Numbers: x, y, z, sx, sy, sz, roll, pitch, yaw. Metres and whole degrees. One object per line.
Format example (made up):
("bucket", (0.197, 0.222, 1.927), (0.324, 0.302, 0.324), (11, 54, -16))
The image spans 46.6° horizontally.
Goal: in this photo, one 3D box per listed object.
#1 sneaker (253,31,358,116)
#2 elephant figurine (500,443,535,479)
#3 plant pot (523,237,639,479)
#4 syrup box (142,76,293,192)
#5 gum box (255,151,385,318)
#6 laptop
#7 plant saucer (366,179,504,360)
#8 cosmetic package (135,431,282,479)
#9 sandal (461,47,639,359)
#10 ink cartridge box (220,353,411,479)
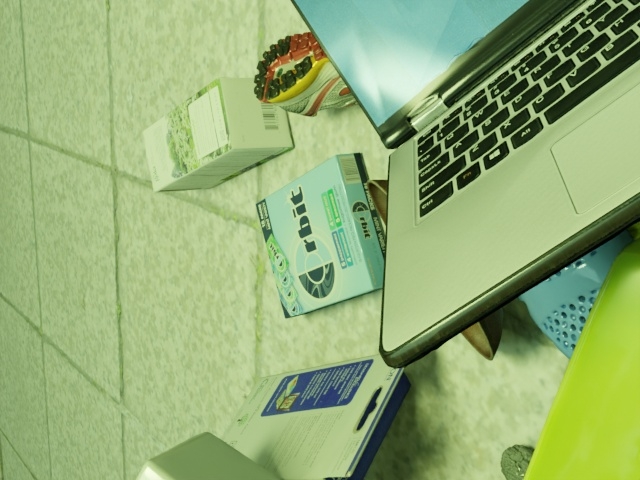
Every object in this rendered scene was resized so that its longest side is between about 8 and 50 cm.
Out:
("sneaker", (0.036, -0.196, 0.780), (0.225, 0.092, 0.088), (-17, 64, 38))
("elephant figurine", (0.231, 0.257, 0.572), (0.186, 0.169, 0.239), (-21, 63, 24))
("plant pot", (0.272, 0.125, 0.425), (0.207, 0.227, 0.228), (33, 123, 37))
("syrup box", (-0.147, -0.137, 1.008), (0.237, 0.096, 0.093), (-17, 82, 53))
("gum box", (0.000, 0.000, 0.893), (0.184, 0.041, 0.157), (-24, 79, 53))
("laptop", (0.117, -0.213, 0.425), (0.382, 0.408, 0.236), (-38, 110, 25))
("plant saucer", (0.112, 0.018, 0.685), (0.199, 0.036, 0.198), (55, 178, 3))
("cosmetic package", (0.000, 0.399, 0.667), (0.453, 0.161, 0.230), (31, 93, 12))
("sandal", (0.153, -0.034, 0.611), (0.126, 0.138, 0.317), (-48, 62, 43))
("ink cartridge box", (-0.010, 0.221, 0.855), (0.065, 0.165, 0.332), (44, 146, -15))
